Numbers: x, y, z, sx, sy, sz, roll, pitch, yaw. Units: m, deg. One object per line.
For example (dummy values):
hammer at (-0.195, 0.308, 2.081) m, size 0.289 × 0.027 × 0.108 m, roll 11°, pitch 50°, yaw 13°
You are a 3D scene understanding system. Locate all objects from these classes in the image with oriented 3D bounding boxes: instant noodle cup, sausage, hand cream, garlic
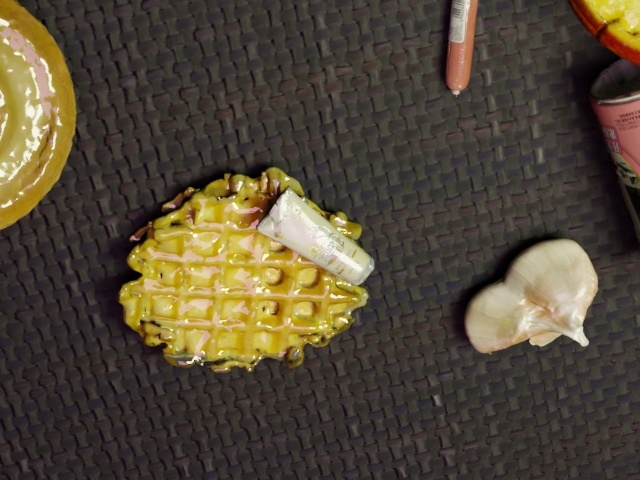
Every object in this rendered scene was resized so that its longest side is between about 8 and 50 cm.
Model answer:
instant noodle cup at (0.417, -0.089, 1.610) m, size 0.244 × 0.244 × 0.255 m, roll -27°, pitch 109°, yaw 6°
sausage at (0.157, -0.262, 1.585) m, size 0.029 × 0.029 × 0.223 m, roll 0°, pitch 116°, yaw -8°
hand cream at (0.000, 0.000, 1.638) m, size 0.143 × 0.039 × 0.061 m, roll 34°, pitch 98°, yaw -22°
garlic at (0.251, 0.077, 1.730) m, size 0.174 × 0.099 × 0.124 m, roll -34°, pitch 100°, yaw 10°

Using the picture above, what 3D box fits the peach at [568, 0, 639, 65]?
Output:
peach at (0.366, -0.299, 1.470) m, size 0.245 × 0.248 × 0.275 m, roll -4°, pitch 80°, yaw -46°

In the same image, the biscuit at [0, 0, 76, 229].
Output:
biscuit at (-0.361, -0.153, 1.495) m, size 0.274 × 0.091 × 0.213 m, roll 47°, pitch 74°, yaw -24°

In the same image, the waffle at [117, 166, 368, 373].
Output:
waffle at (-0.084, 0.048, 1.686) m, size 0.280 × 0.060 × 0.262 m, roll -41°, pitch 111°, yaw 8°
